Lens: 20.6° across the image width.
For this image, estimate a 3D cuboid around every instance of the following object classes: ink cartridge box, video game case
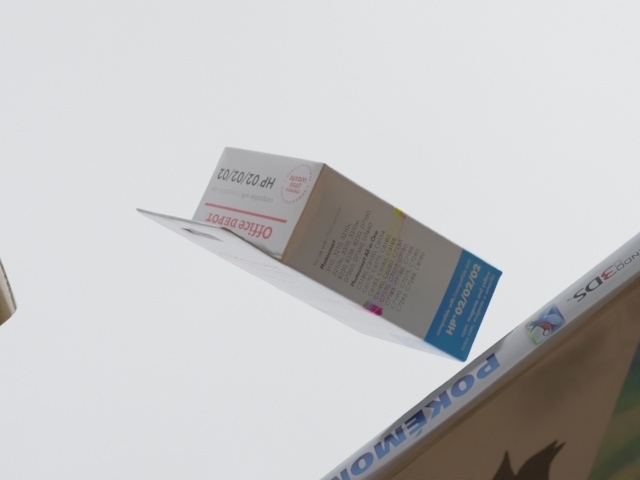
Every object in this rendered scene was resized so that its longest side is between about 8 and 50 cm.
[{"bbox_3d":[0.000,0.000,0.983,0.181,0.104,0.061,29,-100,-35],"label":"ink cartridge box"},{"bbox_3d":[0.162,0.177,0.925,0.300,0.036,0.329,-39,-60,10],"label":"video game case"}]

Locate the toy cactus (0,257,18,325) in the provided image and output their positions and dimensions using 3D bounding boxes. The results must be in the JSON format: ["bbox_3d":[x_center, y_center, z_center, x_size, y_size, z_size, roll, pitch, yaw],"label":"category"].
[{"bbox_3d":[-0.164,-0.048,0.662,0.112,0.219,0.180,-31,-73,-12],"label":"toy cactus"}]
